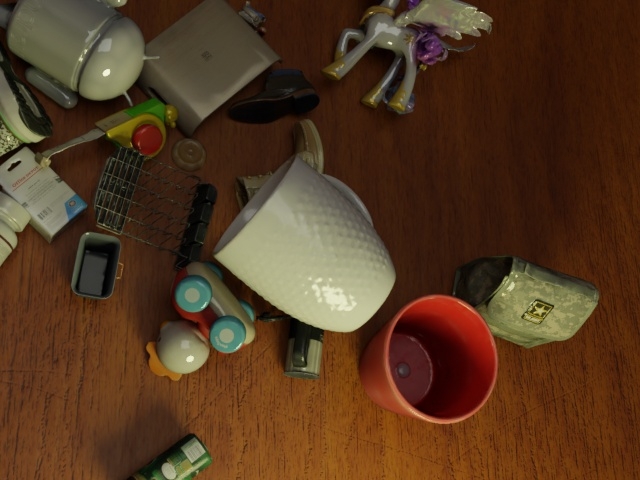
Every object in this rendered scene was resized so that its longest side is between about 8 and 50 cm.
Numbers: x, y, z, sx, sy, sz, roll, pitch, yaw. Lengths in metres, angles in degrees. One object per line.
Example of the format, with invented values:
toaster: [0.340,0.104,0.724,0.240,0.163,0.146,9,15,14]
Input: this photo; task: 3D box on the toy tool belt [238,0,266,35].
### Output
toy tool belt: [-0.159,-0.547,2.119,0.083,0.052,0.051,33,75,-9]

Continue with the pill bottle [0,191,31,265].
pill bottle: [-0.688,0.013,1.729,0.121,0.121,0.221,34,66,-8]

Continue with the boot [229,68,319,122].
boot: [-0.121,-0.349,2.079,0.219,0.082,0.106,-11,54,-14]

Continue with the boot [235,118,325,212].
boot: [-0.097,-0.158,2.007,0.203,0.095,0.262,-2,82,-19]

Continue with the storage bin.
storage bin: [-0.467,0.062,1.811,0.098,0.091,0.135,11,72,-17]

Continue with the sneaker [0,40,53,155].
sneaker: [-0.740,-0.335,1.805,0.182,0.158,0.410,-36,75,3]

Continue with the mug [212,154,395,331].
mug: [0.000,0.000,1.853,0.328,0.276,0.374,40,41,-11]

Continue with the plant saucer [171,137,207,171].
plant saucer: [-0.301,-0.200,1.988,0.083,0.015,0.083,6,73,-19]

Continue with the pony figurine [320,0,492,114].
pony figurine: [0.212,-0.502,2.145,0.351,0.303,0.363,25,83,-2]

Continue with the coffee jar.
coffee jar: [-0.314,0.473,1.746,0.184,0.096,0.079,-33,85,-24]

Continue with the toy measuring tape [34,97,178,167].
toy measuring tape: [-0.450,-0.205,1.882,0.330,0.121,0.121,-31,87,-24]

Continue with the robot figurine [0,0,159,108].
robot figurine: [-0.528,-0.435,1.863,0.353,0.300,0.200,31,24,-3]

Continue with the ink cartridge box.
ink cartridge box: [-0.596,-0.097,1.827,0.180,0.060,0.104,46,65,-3]

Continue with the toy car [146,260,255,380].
toy car: [-0.281,0.187,1.812,0.238,0.219,0.210,-39,95,5]

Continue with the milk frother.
milk frother: [-0.070,0.229,1.915,0.143,0.129,0.135,-2,70,25]

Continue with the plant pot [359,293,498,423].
plant pot: [0.219,0.274,1.913,0.275,0.243,0.275,5,73,-18]

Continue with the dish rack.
dish rack: [-0.358,-0.073,1.864,0.271,0.074,0.208,24,66,-28]

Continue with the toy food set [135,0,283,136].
toy food set: [-0.268,-0.412,2.025,0.306,0.092,0.220,-43,88,-17]

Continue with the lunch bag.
lunch bag: [0.472,0.136,2.021,0.235,0.287,0.169,20,69,-14]
